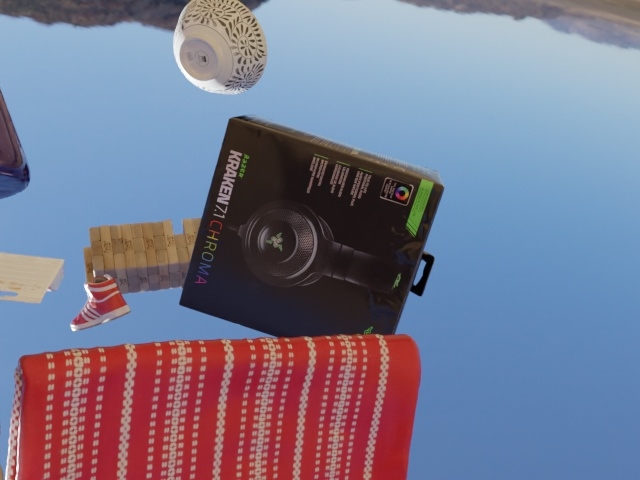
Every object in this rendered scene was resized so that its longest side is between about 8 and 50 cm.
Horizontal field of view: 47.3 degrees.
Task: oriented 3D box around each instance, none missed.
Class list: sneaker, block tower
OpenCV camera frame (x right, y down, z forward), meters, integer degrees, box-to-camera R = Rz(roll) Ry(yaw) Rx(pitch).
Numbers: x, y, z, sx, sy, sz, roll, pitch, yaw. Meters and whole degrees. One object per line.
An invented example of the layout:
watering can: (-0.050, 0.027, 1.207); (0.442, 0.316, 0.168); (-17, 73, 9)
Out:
sneaker: (-0.324, 0.088, 1.045); (0.119, 0.067, 0.042); (-19, -175, 33)
block tower: (-0.230, 0.021, 1.247); (0.336, 0.097, 0.090); (-7, -121, -14)

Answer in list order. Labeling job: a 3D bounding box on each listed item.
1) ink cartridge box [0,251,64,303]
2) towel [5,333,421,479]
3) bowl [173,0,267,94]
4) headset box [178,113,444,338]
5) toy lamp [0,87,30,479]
ink cartridge box: (-0.557, 0.080, 1.326); (0.146, 0.045, 0.179); (7, -155, -8)
towel: (-0.049, 0.157, 0.448); (0.275, 0.198, 0.031); (3, -175, -37)
bowl: (-0.179, -0.307, 1.189); (0.170, 0.170, 0.080); (21, -144, 11)
headset box: (0.000, 0.000, 0.919); (0.283, 0.246, 0.131); (19, -166, 2)
toy lamp: (-0.169, 0.044, 0.340); (0.080, 0.274, 0.080); (-9, 171, -2)
